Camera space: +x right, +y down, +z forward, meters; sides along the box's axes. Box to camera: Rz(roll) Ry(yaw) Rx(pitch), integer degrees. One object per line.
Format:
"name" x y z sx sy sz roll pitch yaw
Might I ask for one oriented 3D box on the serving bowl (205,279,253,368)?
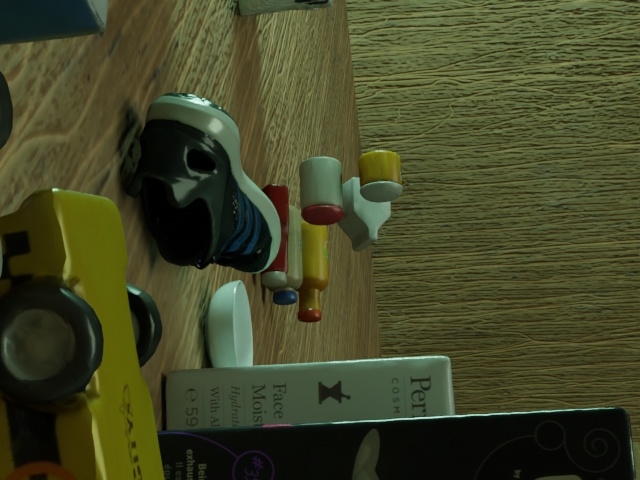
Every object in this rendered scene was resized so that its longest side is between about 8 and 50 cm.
"serving bowl" -0.071 0.072 0.998 0.083 0.027 0.083 -4 90 -85

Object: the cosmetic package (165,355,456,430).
"cosmetic package" 0.002 0.167 0.872 0.151 0.184 0.151 69 17 -72

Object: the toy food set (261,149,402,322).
"toy food set" 0.000 0.000 1.268 0.232 0.111 0.104 144 -52 -59

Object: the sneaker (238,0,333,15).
"sneaker" -0.037 -0.300 1.285 0.235 0.094 0.153 -64 148 -79

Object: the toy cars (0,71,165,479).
"toy cars" -0.114 0.003 0.360 0.176 0.087 0.393 -95 174 -50

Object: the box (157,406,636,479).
"box" 0.030 0.183 0.705 0.143 0.270 0.165 64 23 -74

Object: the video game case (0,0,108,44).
"video game case" -0.130 -0.248 0.466 0.269 0.061 0.244 76 11 -60

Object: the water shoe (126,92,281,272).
"water shoe" -0.081 -0.015 0.849 0.203 0.073 0.080 68 40 -60
